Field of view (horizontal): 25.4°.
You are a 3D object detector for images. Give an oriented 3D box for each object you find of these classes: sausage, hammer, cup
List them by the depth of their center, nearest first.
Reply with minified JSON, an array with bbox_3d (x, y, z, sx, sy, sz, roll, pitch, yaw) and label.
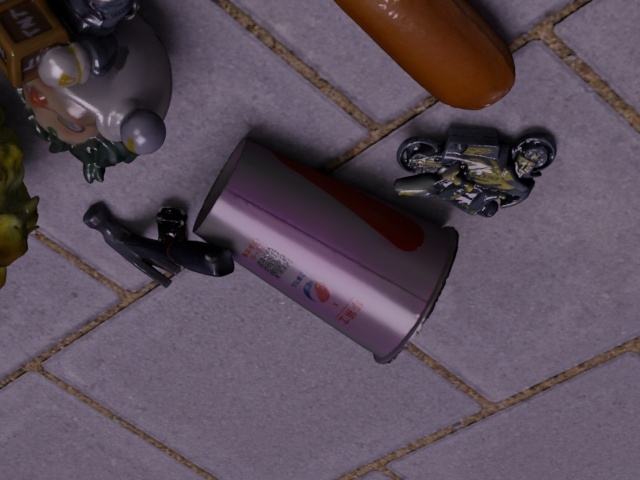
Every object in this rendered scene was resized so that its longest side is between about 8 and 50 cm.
[{"bbox_3d":[0.104,-0.240,1.518,0.105,0.105,0.274,-28,126,34],"label":"sausage"},{"bbox_3d":[0.000,0.000,1.750,0.288,0.203,0.203,28,135,-11],"label":"cup"},{"bbox_3d":[-0.189,0.018,1.789,0.137,0.037,0.290,44,162,-30],"label":"hammer"}]

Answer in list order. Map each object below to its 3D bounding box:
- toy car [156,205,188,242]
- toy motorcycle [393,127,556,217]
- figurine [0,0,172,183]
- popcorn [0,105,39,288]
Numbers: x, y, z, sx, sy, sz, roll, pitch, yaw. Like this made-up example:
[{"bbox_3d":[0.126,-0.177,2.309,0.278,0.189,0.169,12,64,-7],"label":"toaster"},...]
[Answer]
[{"bbox_3d":[-0.194,-0.018,1.867,0.041,0.025,0.093,8,143,1],"label":"toy car"},{"bbox_3d":[0.184,-0.078,1.704,0.193,0.061,0.124,-2,130,1],"label":"toy motorcycle"},{"bbox_3d":[-0.255,-0.204,1.515,0.186,0.261,0.382,-27,161,-13],"label":"figurine"},{"bbox_3d":[-0.482,-0.067,1.697,0.312,0.312,0.312,5,137,5],"label":"popcorn"}]
